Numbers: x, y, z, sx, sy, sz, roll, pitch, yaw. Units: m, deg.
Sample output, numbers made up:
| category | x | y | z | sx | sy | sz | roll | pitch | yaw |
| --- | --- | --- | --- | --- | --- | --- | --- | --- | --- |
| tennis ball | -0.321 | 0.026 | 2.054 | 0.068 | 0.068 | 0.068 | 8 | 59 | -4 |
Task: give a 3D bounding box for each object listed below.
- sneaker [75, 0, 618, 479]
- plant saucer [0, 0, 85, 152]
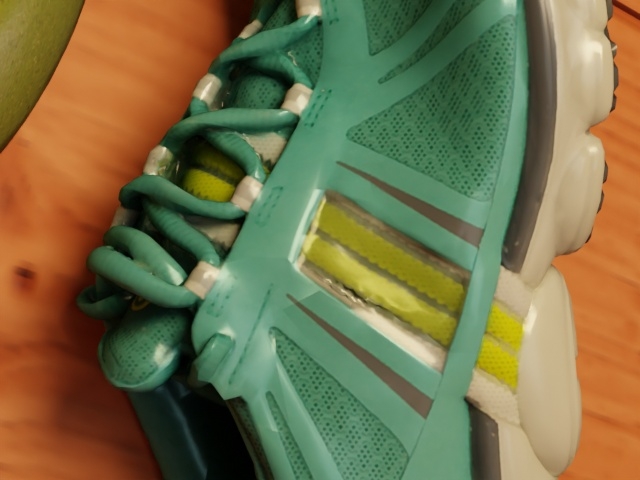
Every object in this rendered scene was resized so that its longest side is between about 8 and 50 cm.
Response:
| category | x | y | z | sx | sy | sz | roll | pitch | yaw |
| --- | --- | --- | --- | --- | --- | --- | --- | --- | --- |
| sneaker | 0.000 | 0.000 | 0.367 | 0.110 | 0.107 | 0.275 | -1 | 90 | -25 |
| plant saucer | -0.141 | -0.099 | 0.306 | 0.241 | 0.037 | 0.241 | 0 | 90 | -35 |
